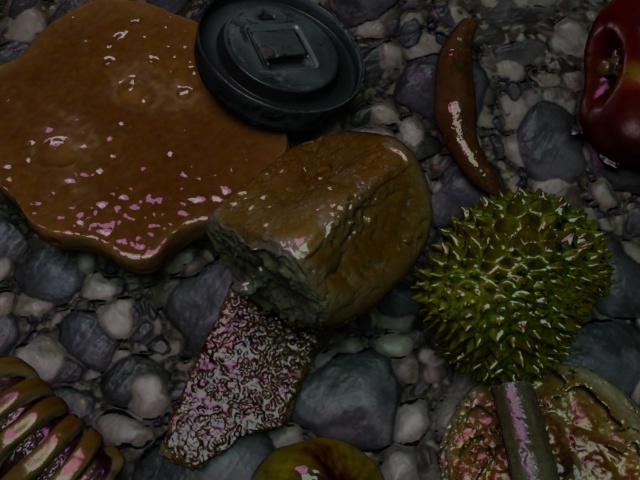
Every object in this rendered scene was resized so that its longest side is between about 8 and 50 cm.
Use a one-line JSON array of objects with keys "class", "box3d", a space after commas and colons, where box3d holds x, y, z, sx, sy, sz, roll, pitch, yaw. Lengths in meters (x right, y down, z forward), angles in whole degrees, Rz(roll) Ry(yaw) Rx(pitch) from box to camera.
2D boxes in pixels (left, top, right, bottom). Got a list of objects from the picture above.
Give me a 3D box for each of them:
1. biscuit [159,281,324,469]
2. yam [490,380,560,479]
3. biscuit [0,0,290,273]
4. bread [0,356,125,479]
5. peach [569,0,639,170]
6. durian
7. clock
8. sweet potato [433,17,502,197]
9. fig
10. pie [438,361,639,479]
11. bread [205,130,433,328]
[{"class": "biscuit", "box3d": [-0.088, 0.166, 1.206, 0.131, 0.026, 0.237, 18, 67, 10]}, {"class": "yam", "box3d": [0.223, 0.218, 1.113, 0.054, 0.054, 0.132, -8, 61, -3]}, {"class": "biscuit", "box3d": [-0.240, -0.141, 1.314, 0.365, 0.062, 0.385, -39, 72, -21]}, {"class": "bread", "box3d": [-0.326, 0.236, 1.149, 0.225, 0.081, 0.134, 39, 71, 16]}, {"class": "peach", "box3d": [0.506, -0.222, 1.271, 0.362, 0.201, 0.257, 1, 66, 1]}, {"class": "durian", "box3d": [0.218, 0.044, 1.174, 0.237, 0.176, 0.200, -44, 34, -7]}, {"class": "clock", "box3d": [-0.054, -0.236, 1.325, 0.226, 0.049, 0.226, 11, 50, -14]}, {"class": "sweet potato", "box3d": [0.183, -0.174, 1.334, 0.078, 0.058, 0.255, 1, 70, -21]}, {"class": "fig", "box3d": [-0.003, 0.280, 1.105, 0.153, 0.121, 0.136, 24, 64, 11]}, {"class": "pie", "box3d": [0.265, 0.263, 1.147, 0.274, 0.055, 0.274, -1, 62, 2]}, {"class": "bread", "box3d": [0.000, 0.000, 1.188, 0.246, 0.176, 0.195, -40, 34, -26]}]
